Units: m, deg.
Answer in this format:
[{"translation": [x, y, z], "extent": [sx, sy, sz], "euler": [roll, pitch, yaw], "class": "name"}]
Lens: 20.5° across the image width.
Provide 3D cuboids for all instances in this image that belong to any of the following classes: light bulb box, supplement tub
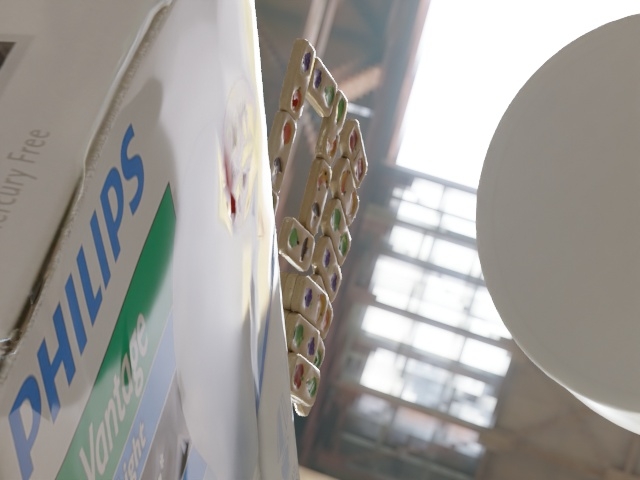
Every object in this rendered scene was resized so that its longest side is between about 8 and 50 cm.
[{"translation": [-0.155, 0.080, 0.725], "extent": [0.358, 0.225, 0.361], "euler": [-75, -16, -52], "class": "light bulb box"}, {"translation": [0.242, -0.002, 0.987], "extent": [0.325, 0.235, 0.235], "euler": [9, -81, -60], "class": "supplement tub"}]

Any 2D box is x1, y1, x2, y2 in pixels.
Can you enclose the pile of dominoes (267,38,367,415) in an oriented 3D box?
[{"translation": [0.000, 0.000, 1.350], "extent": [0.196, 0.040, 0.251], "euler": [46, -125, -64], "class": "pile of dominoes"}]
